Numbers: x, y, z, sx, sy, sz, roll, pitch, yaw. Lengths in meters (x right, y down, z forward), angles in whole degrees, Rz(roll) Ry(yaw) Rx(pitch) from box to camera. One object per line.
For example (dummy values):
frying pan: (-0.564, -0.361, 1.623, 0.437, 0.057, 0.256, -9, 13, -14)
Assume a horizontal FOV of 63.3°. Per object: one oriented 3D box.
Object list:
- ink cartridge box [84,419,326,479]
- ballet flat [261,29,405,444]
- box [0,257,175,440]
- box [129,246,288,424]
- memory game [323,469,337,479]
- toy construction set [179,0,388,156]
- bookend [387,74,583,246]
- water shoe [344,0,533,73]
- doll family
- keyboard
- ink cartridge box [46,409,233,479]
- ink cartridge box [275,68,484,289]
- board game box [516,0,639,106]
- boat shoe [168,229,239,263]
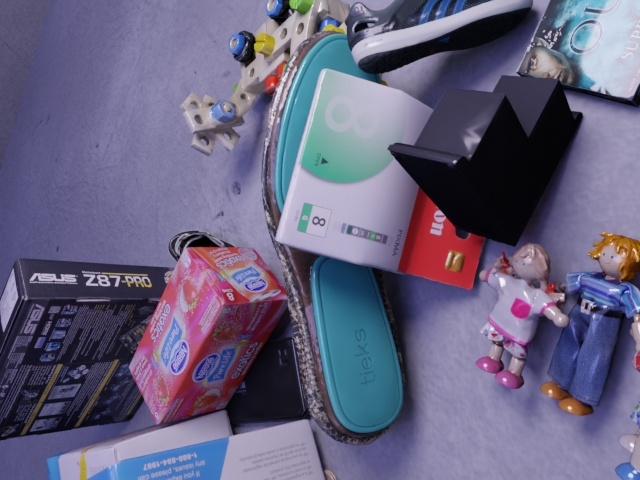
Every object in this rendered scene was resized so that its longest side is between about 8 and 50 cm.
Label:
ink cartridge box: (-0.106, 0.444, 0.595, 0.166, 0.285, 0.394, -37, 60, 36)
ballet flat: (0.000, 0.000, 0.655, 0.182, 0.164, 0.482, 169, 96, -67)
box: (-0.436, 0.208, 0.953, 0.395, 0.318, 0.097, -54, 50, 26)
box: (-0.172, 0.142, 0.787, 0.122, 0.128, 0.257, 49, 120, 33)
memory game: (-0.028, 0.389, 0.737, 0.186, 0.012, 0.186, -8, 78, 43)
toy construction set: (-0.062, -0.248, 0.780, 0.328, 0.151, 0.215, -18, 72, 31)
bookend: (0.161, -0.101, 0.486, 0.072, 0.157, 0.156, 23, 81, 44)
water shoe: (0.127, -0.249, 0.564, 0.203, 0.073, 0.080, -16, 83, -1)
doll family: (0.258, 0.083, 0.446, 0.263, 0.118, 0.163, 37, 118, 60)
keyboard: (-0.138, 0.199, 0.862, 0.317, 0.033, 0.201, -19, 76, 41)
ink cartridge box: (-0.283, 0.411, 0.843, 0.270, 0.198, 0.197, -27, 73, 40)
ink cartridge box: (0.083, -0.056, 0.543, 0.056, 0.225, 0.181, -167, 92, -86)
board game box: (0.288, -0.236, 0.502, 0.126, 0.026, 0.186, 34, 108, 42)
boat shoe: (-0.218, 0.013, 0.929, 0.219, 0.070, 0.077, 10, 75, 42)
